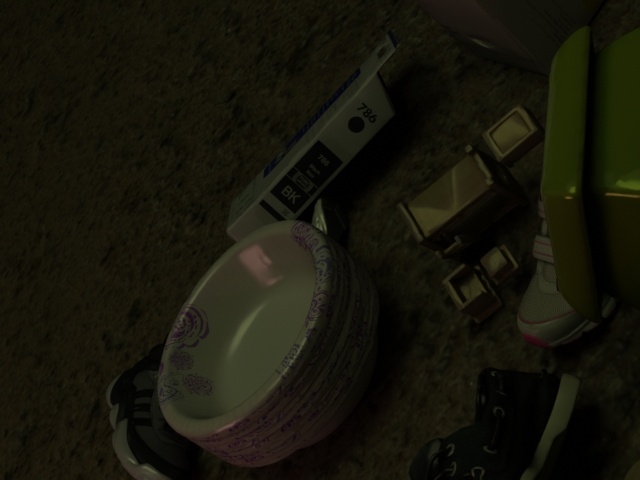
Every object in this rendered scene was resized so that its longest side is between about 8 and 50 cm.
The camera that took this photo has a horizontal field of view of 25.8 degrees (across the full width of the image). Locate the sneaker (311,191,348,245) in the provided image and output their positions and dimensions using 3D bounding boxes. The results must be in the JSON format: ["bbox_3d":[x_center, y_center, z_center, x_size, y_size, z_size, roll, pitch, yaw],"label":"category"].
[{"bbox_3d":[0.000,0.000,1.792,0.061,0.053,0.152,-35,36,31],"label":"sneaker"}]

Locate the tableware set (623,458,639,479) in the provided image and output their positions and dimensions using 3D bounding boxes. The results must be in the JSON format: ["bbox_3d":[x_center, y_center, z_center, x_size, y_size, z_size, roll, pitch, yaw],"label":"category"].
[{"bbox_3d":[0.312,0.247,1.179,0.168,0.020,0.141,-5,57,49],"label":"tableware set"}]

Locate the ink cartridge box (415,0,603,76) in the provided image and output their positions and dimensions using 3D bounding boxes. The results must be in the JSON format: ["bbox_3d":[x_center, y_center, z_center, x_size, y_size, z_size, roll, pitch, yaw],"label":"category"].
[{"bbox_3d":[0.248,-0.350,1.706,0.233,0.168,0.171,-56,33,-4],"label":"ink cartridge box"}]

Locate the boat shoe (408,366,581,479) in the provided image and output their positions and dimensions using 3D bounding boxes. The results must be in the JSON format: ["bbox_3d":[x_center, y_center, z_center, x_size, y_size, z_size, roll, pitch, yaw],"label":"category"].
[{"bbox_3d":[0.137,0.206,1.219,0.340,0.113,0.127,-51,-24,-51],"label":"boat shoe"}]

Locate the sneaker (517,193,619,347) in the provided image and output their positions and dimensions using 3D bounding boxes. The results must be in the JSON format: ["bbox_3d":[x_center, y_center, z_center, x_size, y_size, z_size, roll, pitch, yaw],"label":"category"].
[{"bbox_3d":[0.258,-0.013,1.416,0.103,0.111,0.252,6,64,54],"label":"sneaker"}]

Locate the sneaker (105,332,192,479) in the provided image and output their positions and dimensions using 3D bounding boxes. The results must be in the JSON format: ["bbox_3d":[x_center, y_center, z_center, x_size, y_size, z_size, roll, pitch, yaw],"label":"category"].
[{"bbox_3d":[-0.188,0.208,1.778,0.153,0.101,0.268,-50,29,9],"label":"sneaker"}]

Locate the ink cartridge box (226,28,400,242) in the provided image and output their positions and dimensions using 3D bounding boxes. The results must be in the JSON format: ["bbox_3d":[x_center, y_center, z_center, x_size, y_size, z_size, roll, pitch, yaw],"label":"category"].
[{"bbox_3d":[0.007,-0.130,1.854,0.333,0.065,0.165,-47,11,12],"label":"ink cartridge box"}]

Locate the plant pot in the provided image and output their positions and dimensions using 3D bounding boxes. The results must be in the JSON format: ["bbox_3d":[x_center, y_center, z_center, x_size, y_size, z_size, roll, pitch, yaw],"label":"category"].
[{"bbox_3d":[0.307,-0.059,1.227,0.207,0.228,0.227,-2,54,16],"label":"plant pot"}]

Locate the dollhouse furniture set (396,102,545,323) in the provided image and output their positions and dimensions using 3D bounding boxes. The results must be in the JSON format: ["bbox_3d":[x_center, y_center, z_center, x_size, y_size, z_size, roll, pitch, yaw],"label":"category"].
[{"bbox_3d":[0.210,-0.022,1.541,0.182,0.101,0.161,-40,58,19],"label":"dollhouse furniture set"}]

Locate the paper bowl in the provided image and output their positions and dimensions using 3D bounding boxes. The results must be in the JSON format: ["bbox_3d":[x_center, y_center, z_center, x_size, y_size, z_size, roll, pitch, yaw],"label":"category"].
[{"bbox_3d":[-0.047,0.130,1.632,0.284,0.148,0.284,-32,38,29],"label":"paper bowl"}]
